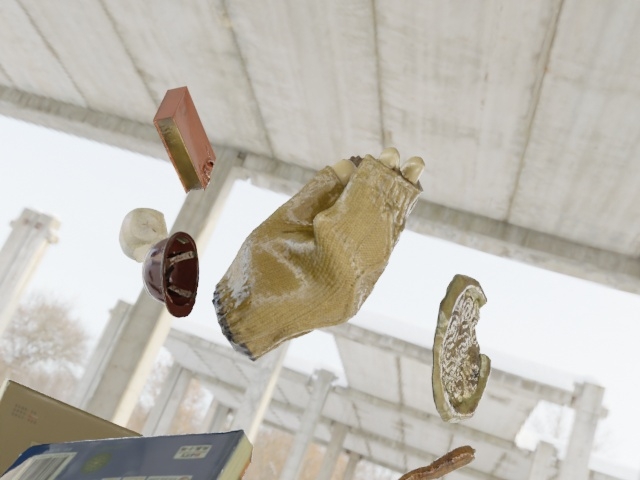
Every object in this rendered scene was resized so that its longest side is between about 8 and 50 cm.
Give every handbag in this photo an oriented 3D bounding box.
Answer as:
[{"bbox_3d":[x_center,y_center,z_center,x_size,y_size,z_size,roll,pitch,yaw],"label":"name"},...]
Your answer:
[{"bbox_3d":[-0.277,-0.206,1.587,0.062,0.127,0.190,-8,-52,12],"label":"handbag"}]

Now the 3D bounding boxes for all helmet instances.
[{"bbox_3d":[-0.201,0.044,0.978,0.057,0.111,0.089,-2,-12,19],"label":"helmet"}]

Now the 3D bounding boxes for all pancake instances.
[{"bbox_3d":[0.216,0.168,1.173,0.029,0.212,0.235,2,-69,33],"label":"pancake"}]

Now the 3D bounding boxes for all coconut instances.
[{"bbox_3d":[-0.369,-0.006,1.599,0.110,0.110,0.124,23,-28,-3],"label":"coconut"}]

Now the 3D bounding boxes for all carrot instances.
[{"bbox_3d":[0.202,0.406,1.352,0.035,0.165,0.036,157,-90,-82],"label":"carrot"}]

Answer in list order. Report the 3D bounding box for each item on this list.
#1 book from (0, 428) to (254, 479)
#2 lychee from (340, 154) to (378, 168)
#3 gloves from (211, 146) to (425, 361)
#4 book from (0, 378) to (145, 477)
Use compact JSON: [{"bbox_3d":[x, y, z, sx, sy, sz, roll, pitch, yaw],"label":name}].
[{"bbox_3d":[-0.262,0.312,0.625,0.300,0.428,0.039,-10,-67,25],"label":"book"},{"bbox_3d":[0.102,-0.077,1.743,0.238,0.200,0.200,65,-23,5],"label":"lychee"},{"bbox_3d":[0.005,0.014,1.024,0.155,0.356,0.203,37,15,-27],"label":"gloves"},{"bbox_3d":[-0.341,0.349,0.910,0.021,0.310,0.217,-15,-39,40],"label":"book"}]
